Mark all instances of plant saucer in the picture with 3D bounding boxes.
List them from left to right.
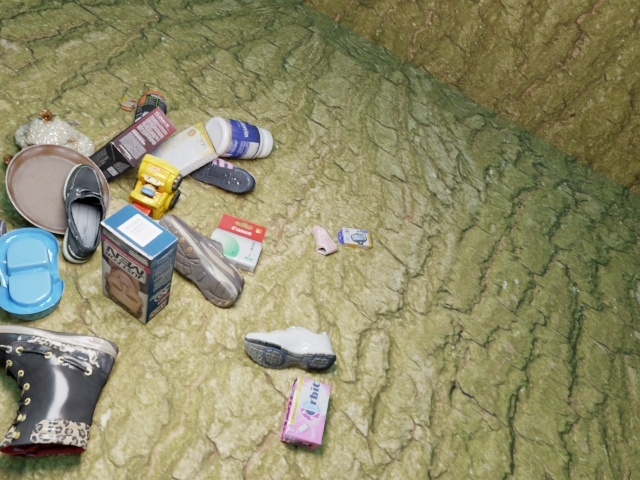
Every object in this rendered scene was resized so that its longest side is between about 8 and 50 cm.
[{"bbox_3d":[-0.847,-0.161,1.495,0.311,0.050,0.310,26,53,-41],"label":"plant saucer"}]

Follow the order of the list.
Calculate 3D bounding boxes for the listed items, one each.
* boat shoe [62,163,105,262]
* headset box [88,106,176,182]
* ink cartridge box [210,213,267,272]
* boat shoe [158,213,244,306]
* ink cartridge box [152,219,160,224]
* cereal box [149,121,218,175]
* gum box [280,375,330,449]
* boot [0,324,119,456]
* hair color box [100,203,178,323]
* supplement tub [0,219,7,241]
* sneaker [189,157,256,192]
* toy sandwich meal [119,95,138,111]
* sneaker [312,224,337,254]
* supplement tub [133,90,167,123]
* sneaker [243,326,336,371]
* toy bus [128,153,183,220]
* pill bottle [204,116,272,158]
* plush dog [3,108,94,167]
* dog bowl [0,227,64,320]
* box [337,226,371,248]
[{"bbox_3d":[-0.741,-0.104,1.463,0.127,0.113,0.339,21,57,-42],"label":"boat shoe"},{"bbox_3d":[-0.680,-0.351,1.674,0.110,0.218,0.293,54,43,-24],"label":"headset box"},{"bbox_3d":[-0.298,-0.007,1.678,0.181,0.056,0.224,19,50,-8],"label":"ink cartridge box"},{"bbox_3d":[-0.389,0.057,1.517,0.355,0.132,0.130,53,33,-8],"label":"boat shoe"},{"bbox_3d":[-0.580,-0.025,1.540,0.207,0.097,0.046,4,52,-20],"label":"ink cartridge box"},{"bbox_3d":[-0.528,-0.331,1.765,0.240,0.047,0.172,-29,62,2],"label":"cereal box"},{"bbox_3d":[-0.043,0.510,1.355,0.107,0.062,0.188,20,48,-7],"label":"gum box"},{"bbox_3d":[-0.725,0.370,1.139,0.378,0.138,0.284,12,49,-21],"label":"boot"},{"bbox_3d":[-0.520,0.078,1.312,0.174,0.347,0.105,35,47,7],"label":"hair color box"},{"bbox_3d":[-1.039,-0.028,1.344,0.198,0.106,0.106,0,53,-23],"label":"supplement tub"},{"bbox_3d":[-0.404,-0.270,1.833,0.319,0.112,0.131,27,11,11],"label":"sneaker"},{"bbox_3d":[-0.808,-0.576,1.939,0.086,0.029,0.085,12,49,-14],"label":"toy sandwich meal"},{"bbox_3d":[0.000,0.000,1.796,0.070,0.051,0.134,-27,71,-43],"label":"sneaker"},{"bbox_3d":[-0.692,-0.519,1.884,0.117,0.117,0.190,8,51,-17],"label":"supplement tub"},{"bbox_3d":[-0.100,0.334,1.467,0.298,0.110,0.129,14,33,-17],"label":"sneaker"},{"bbox_3d":[-0.585,-0.150,1.567,0.150,0.220,0.211,27,53,-7],"label":"toy bus"},{"bbox_3d":[-0.333,-0.413,1.892,0.265,0.153,0.153,-4,53,-50],"label":"pill bottle"},{"bbox_3d":[-0.940,-0.303,1.575,0.263,0.210,0.225,11,73,-15],"label":"plush dog"},{"bbox_3d":[-0.846,0.100,1.343,0.166,0.074,0.297,-9,58,-28],"label":"dog bowl"},{"bbox_3d":[0.138,-0.010,1.880,0.136,0.028,0.081,8,51,-19],"label":"box"}]
